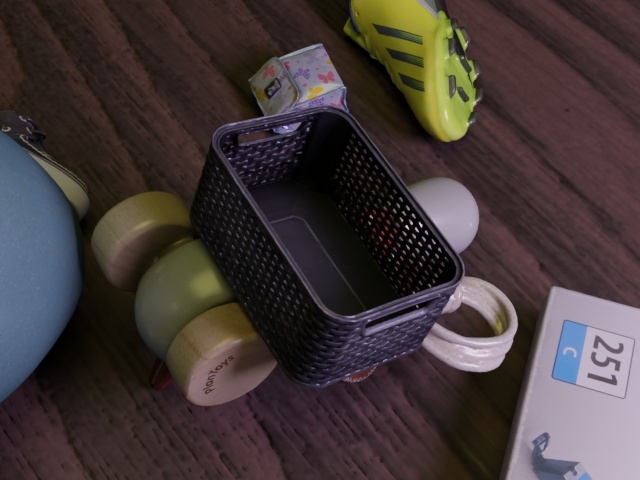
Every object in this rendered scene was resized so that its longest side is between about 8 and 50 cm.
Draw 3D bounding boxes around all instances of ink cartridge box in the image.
[{"bbox_3d":[0.269,0.199,0.793,0.261,0.066,0.296,16,55,9],"label":"ink cartridge box"}]

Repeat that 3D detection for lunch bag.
[{"bbox_3d":[-0.023,-0.149,1.032,0.083,0.053,0.071,-20,56,-6],"label":"lunch bag"}]

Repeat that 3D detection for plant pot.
[{"bbox_3d":[-0.299,0.018,0.792,0.290,0.290,0.195,46,28,25],"label":"plant pot"}]

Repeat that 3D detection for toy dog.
[{"bbox_3d":[-0.024,0.048,0.860,0.334,0.161,0.220,3,50,-19],"label":"toy dog"}]

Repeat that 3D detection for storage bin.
[{"bbox_3d":[0.000,0.000,0.742,0.122,0.084,0.180,-17,58,-32],"label":"storage bin"}]

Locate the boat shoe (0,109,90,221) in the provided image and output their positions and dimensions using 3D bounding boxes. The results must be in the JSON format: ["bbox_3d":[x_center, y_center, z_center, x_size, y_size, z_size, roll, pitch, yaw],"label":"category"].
[{"bbox_3d":[-0.296,-0.089,0.964,0.228,0.080,0.076,22,58,21],"label":"boat shoe"}]

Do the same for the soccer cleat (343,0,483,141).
[{"bbox_3d":[0.087,-0.211,1.077,0.121,0.093,0.289,-21,58,19],"label":"soccer cleat"}]
